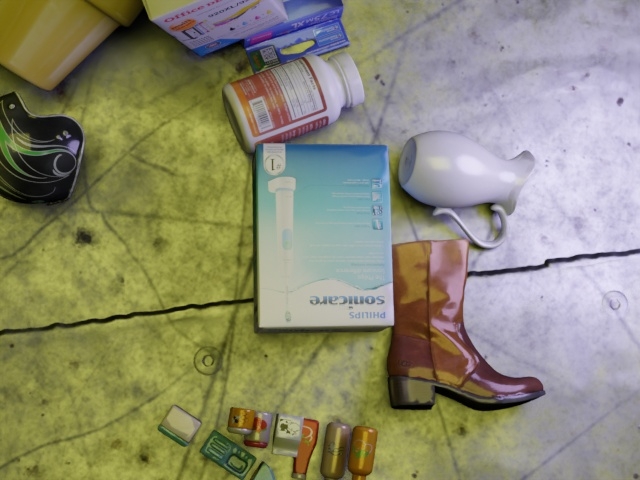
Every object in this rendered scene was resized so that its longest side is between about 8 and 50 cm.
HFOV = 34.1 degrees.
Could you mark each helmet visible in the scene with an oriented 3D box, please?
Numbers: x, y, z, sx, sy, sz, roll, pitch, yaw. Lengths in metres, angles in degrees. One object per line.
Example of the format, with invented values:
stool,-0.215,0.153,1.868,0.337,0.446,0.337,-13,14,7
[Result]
helmet,-0.463,-0.144,1.639,0.161,0.169,0.169,12,79,-21

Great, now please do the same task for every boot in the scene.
boot,0.235,0.138,1.720,0.264,0.096,0.280,0,73,2

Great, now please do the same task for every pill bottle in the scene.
pill bottle,-0.044,-0.233,1.718,0.216,0.121,0.121,-21,83,-9

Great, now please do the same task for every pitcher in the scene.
pitcher,0.234,-0.085,1.731,0.207,0.125,0.178,11,95,-15

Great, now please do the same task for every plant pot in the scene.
plant pot,-0.432,-0.380,1.653,0.254,0.254,0.239,36,95,1

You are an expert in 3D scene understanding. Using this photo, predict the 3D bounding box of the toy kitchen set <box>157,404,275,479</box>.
toy kitchen set,-0.185,0.377,1.601,0.207,0.122,0.166,33,79,0

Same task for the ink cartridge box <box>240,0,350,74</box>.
ink cartridge box,-0.081,-0.457,1.783,0.185,0.065,0.311,-19,85,-8

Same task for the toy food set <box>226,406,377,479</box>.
toy food set,-0.036,0.329,1.629,0.232,0.111,0.105,10,79,-7

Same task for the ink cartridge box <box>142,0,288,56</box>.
ink cartridge box,-0.177,-0.417,1.626,0.171,0.232,0.168,-20,83,10

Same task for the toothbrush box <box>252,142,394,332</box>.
toothbrush box,0.000,0.000,1.680,0.216,0.126,0.296,-1,80,-7
